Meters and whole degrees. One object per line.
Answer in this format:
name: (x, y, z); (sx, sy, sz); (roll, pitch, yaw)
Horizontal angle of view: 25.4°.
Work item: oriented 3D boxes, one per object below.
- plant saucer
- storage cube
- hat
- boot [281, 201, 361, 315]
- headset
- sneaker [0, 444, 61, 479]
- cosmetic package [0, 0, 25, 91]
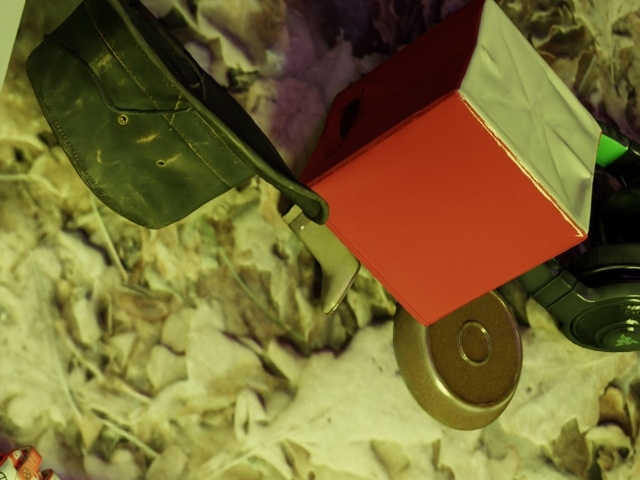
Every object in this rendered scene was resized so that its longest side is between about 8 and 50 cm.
plant saucer: (0.145, 0.104, 1.417); (0.168, 0.029, 0.168); (12, 70, -34)
storage cube: (0.126, -0.073, 1.319); (0.215, 0.193, 0.183); (45, 36, -18)
hat: (-0.145, -0.097, 1.155); (0.134, 0.331, 0.331); (-43, 108, 1)
boot: (0.000, 0.000, 1.330); (0.087, 0.042, 0.118); (37, 55, -16)
headset: (0.335, 0.041, 1.544); (0.394, 0.185, 0.243); (40, 50, -4)
sneaker: (-0.183, 0.219, 1.083); (0.270, 0.090, 0.145); (-12, 87, -37)
cosmetic package: (-0.344, -0.139, 1.007); (0.217, 0.156, 0.385); (27, 58, -29)
